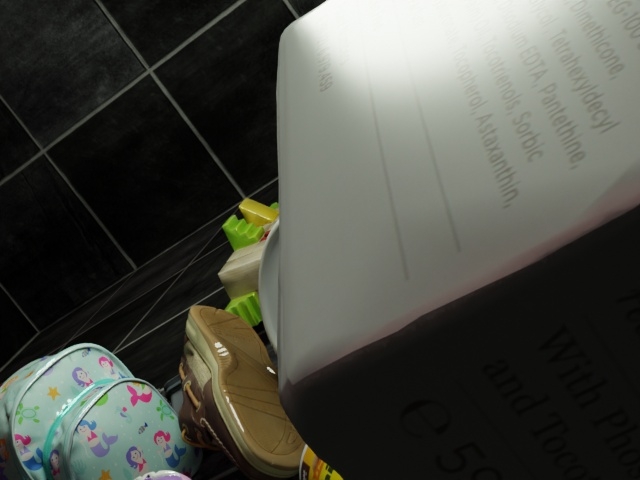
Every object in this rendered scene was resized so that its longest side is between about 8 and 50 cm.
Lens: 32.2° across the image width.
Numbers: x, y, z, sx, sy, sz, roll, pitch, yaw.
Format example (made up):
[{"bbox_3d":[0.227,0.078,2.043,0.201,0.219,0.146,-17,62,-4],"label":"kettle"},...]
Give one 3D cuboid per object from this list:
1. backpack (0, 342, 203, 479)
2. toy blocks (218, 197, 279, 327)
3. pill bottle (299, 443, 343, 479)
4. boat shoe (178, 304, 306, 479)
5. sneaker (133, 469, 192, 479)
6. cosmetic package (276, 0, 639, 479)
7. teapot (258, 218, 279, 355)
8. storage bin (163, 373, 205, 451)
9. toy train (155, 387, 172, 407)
[{"bbox_3d":[-0.291,0.261,1.380,0.191,0.253,0.225,-25,15,45],"label":"backpack"},{"bbox_3d":[0.000,0.000,1.860,0.261,0.191,0.381,-20,16,21],"label":"toy blocks"},{"bbox_3d":[0.052,0.203,0.918,0.117,0.117,0.215,-39,11,-11],"label":"pill bottle"},{"bbox_3d":[-0.110,0.207,1.354,0.123,0.123,0.342,-63,31,15],"label":"boat shoe"},{"bbox_3d":[-0.225,0.358,1.230,0.236,0.095,0.104,-41,17,2],"label":"sneaker"},{"bbox_3d":[0.226,-0.015,0.513,0.393,0.329,0.327,-30,28,16],"label":"cosmetic package"},{"bbox_3d":[0.062,0.056,1.315,0.187,0.252,0.256,-5,30,-37],"label":"teapot"},{"bbox_3d":[-0.142,0.228,1.523,0.135,0.098,0.091,-32,40,21],"label":"storage bin"},{"bbox_3d":[-0.266,0.276,1.841,0.036,0.027,0.158,-49,13,-7],"label":"toy train"}]
